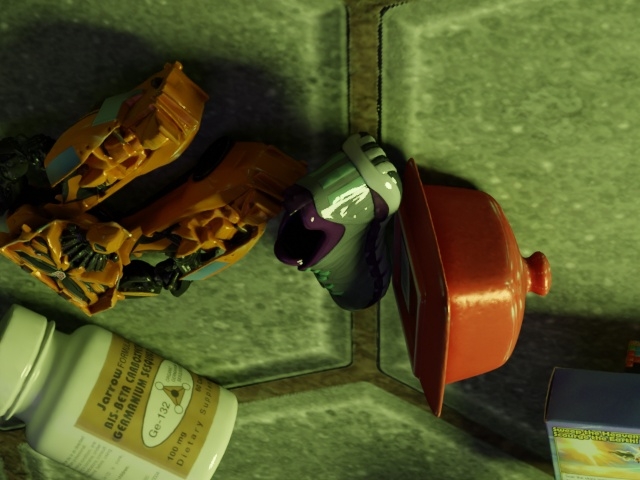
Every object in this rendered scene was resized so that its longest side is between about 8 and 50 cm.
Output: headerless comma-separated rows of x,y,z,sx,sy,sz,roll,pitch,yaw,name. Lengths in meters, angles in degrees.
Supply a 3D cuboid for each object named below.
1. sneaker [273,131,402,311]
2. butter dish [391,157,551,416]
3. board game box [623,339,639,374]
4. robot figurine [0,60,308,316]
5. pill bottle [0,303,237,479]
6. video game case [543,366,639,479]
0.000,0.000,1.428,0.083,0.098,0.223,53,160,25,sneaker
0.123,0.032,1.431,0.118,0.160,0.160,-7,139,-6,butter dish
0.331,0.162,1.564,0.141,0.048,0.170,7,141,15,board game box
-0.158,-0.029,1.491,0.211,0.085,0.291,37,138,-22,robot figurine
-0.204,0.153,1.692,0.229,0.131,0.131,27,141,-12,pill bottle
0.334,0.206,1.526,0.270,0.061,0.244,4,143,17,video game case
